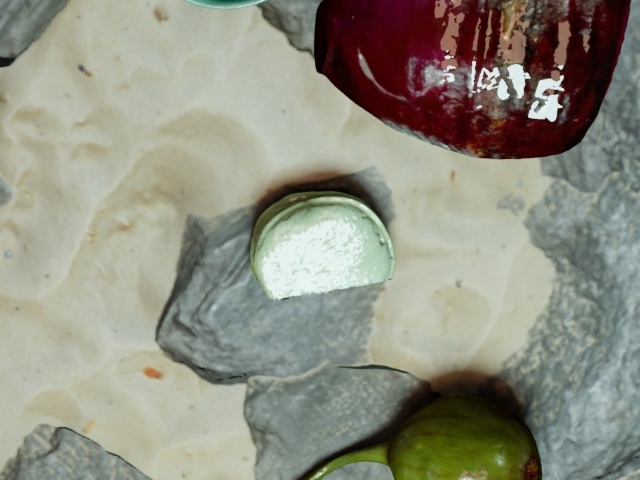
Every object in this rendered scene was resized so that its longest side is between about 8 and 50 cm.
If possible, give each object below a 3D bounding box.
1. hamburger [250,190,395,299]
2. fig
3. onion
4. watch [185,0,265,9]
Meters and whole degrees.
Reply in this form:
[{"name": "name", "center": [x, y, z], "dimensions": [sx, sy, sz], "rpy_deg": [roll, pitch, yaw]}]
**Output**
[{"name": "hamburger", "center": [0.000, -0.002, 1.473], "dimensions": [0.121, 0.054, 0.084], "rpy_deg": [-4, 115, 1]}, {"name": "fig", "center": [0.080, 0.199, 1.567], "dimensions": [0.236, 0.124, 0.124], "rpy_deg": [-7, 122, 34]}, {"name": "onion", "center": [0.105, -0.164, 1.296], "dimensions": [0.206, 0.207, 0.216], "rpy_deg": [7, 113, -5]}, {"name": "watch", "center": [-0.075, -0.286, 1.307], "dimensions": [0.195, 0.068, 0.237], "rpy_deg": [7, 120, -3]}]
